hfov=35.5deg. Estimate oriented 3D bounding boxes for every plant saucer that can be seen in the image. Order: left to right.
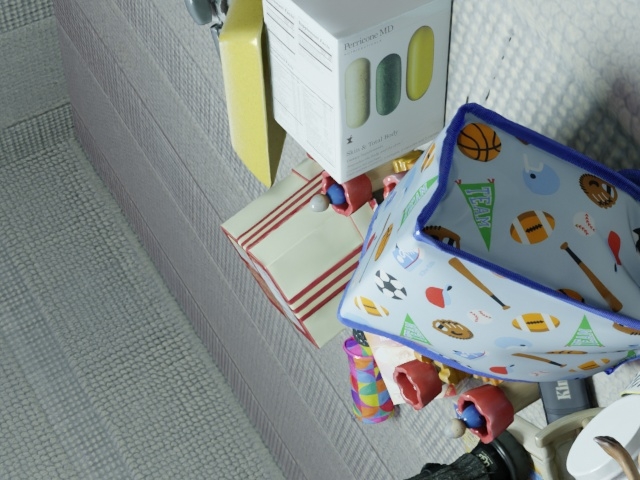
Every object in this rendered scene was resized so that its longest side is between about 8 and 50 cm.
[{"bbox_3d":[-0.099,-0.315,1.681,0.332,0.081,0.332,88,-170,-49],"label":"plant saucer"}]

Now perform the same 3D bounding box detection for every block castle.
[{"bbox_3d":[0.173,0.083,1.599,0.303,0.213,0.453,14,127,64],"label":"block castle"}]

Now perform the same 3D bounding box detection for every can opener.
[{"bbox_3d":[-0.213,-0.429,2.101,0.074,0.093,0.280,29,145,56],"label":"can opener"}]

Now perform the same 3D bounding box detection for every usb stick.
[{"bbox_3d":[0.359,0.197,1.500,0.077,0.045,0.277,-5,115,28],"label":"usb stick"}]

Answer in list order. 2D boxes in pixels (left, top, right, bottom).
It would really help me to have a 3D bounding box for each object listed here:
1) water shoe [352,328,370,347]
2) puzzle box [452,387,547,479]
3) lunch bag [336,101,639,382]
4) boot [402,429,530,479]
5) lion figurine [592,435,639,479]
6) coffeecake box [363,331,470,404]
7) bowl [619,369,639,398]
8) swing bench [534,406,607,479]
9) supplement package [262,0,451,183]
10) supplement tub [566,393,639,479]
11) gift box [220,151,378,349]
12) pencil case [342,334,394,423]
[{"bbox_3d":[0.160,0.178,1.957,0.203,0.080,0.072,11,116,34],"label":"water shoe"},{"bbox_3d":[0.393,0.448,1.739,0.409,0.052,0.272,26,137,59],"label":"puzzle box"},{"bbox_3d":[0.264,0.039,1.248,0.386,0.238,0.328,24,156,-4],"label":"lunch bag"},{"bbox_3d":[0.218,0.485,1.753,0.131,0.260,0.347,47,153,39],"label":"boot"},{"bbox_3d":[0.486,0.298,1.009,0.142,0.392,0.240,-32,-63,-67],"label":"lion figurine"},{"bbox_3d":[0.174,0.202,1.858,0.142,0.068,0.185,-16,103,36],"label":"coffeecake box"},{"bbox_3d":[0.451,0.174,1.187,0.170,0.080,0.170,20,169,4],"label":"bowl"},{"bbox_3d":[0.448,0.388,1.386,0.255,0.165,0.253,38,149,59],"label":"swing bench"},{"bbox_3d":[0.053,-0.268,1.482,0.198,0.199,0.262,47,154,36],"label":"supplement package"},{"bbox_3d":[0.397,0.287,1.140,0.200,0.144,0.144,43,159,-3],"label":"supplement tub"},{"bbox_3d":[0.000,0.000,1.841,0.255,0.258,0.276,40,163,50],"label":"gift box"},{"bbox_3d":[0.106,0.300,2.190,0.104,0.104,0.236,44,150,42],"label":"pencil case"}]
